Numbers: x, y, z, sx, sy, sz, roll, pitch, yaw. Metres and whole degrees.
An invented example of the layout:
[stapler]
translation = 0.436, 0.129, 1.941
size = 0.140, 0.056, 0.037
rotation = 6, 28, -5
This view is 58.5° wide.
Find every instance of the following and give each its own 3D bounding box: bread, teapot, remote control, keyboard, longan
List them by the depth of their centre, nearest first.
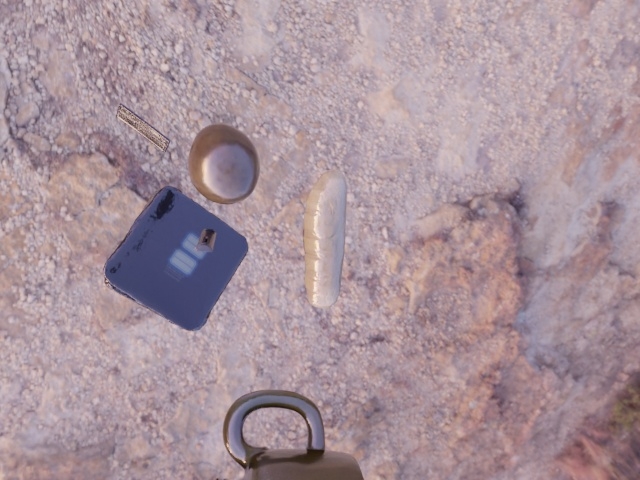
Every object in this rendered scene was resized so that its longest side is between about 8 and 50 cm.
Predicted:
[teapot]
translation = -0.053, 0.270, 0.508
size = 0.175, 0.268, 0.185
rotation = 3, 159, -11
[bread]
translation = 0.000, 0.001, 0.854
size = 0.053, 0.073, 0.215
rotation = -6, 106, -34
[remote control]
translation = -0.211, -0.003, 1.062
size = 0.034, 0.091, 0.016
rotation = 5, 111, -7
[longan]
translation = -0.229, -0.176, 1.315
size = 0.159, 0.204, 0.185
rotation = -22, 115, -37
[keyboard]
translation = -0.448, -0.283, 1.444
size = 0.155, 0.010, 0.053
rotation = 37, 137, -6

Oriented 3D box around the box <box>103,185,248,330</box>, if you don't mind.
[box]
translation = -0.426, 0.056, 1.718
size = 0.359, 0.091, 0.350
rotation = 37, 74, -27
